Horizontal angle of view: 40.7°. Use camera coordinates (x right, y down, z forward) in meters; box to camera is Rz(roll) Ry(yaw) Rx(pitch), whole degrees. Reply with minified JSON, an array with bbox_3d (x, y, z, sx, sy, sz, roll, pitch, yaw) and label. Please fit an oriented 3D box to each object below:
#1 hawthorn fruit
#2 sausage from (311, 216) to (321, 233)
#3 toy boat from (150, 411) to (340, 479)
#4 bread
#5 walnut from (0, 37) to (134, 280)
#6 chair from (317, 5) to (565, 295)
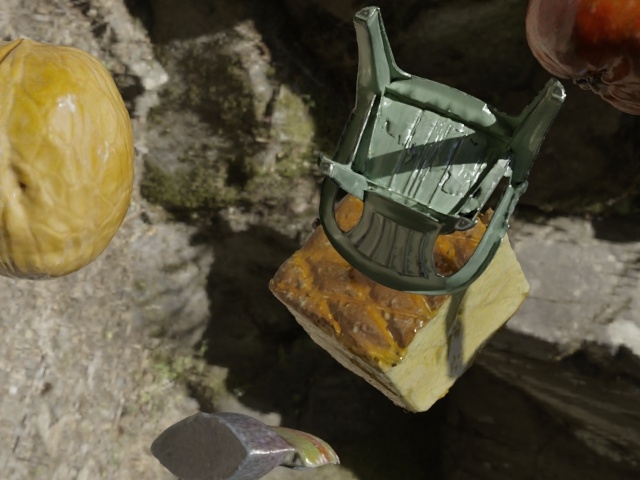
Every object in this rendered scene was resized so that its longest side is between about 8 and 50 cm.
[{"bbox_3d":[0.443,-0.325,1.243,0.284,0.284,0.284,9,90,-75],"label":"hawthorn fruit"},{"bbox_3d":[0.000,0.000,1.449,0.198,0.028,0.025,78,-1,-71],"label":"sausage"},{"bbox_3d":[-0.090,0.324,1.342,0.276,0.293,0.111,-21,-114,58],"label":"toy boat"},{"bbox_3d":[0.122,0.073,1.313,0.279,0.279,0.207,-50,141,-13],"label":"bread"},{"bbox_3d":[-0.235,-0.066,0.711,0.165,0.165,0.197,-55,143,-59],"label":"walnut"},{"bbox_3d":[0.093,-0.061,0.842,0.190,0.203,0.274,-65,169,-7],"label":"chair"}]
